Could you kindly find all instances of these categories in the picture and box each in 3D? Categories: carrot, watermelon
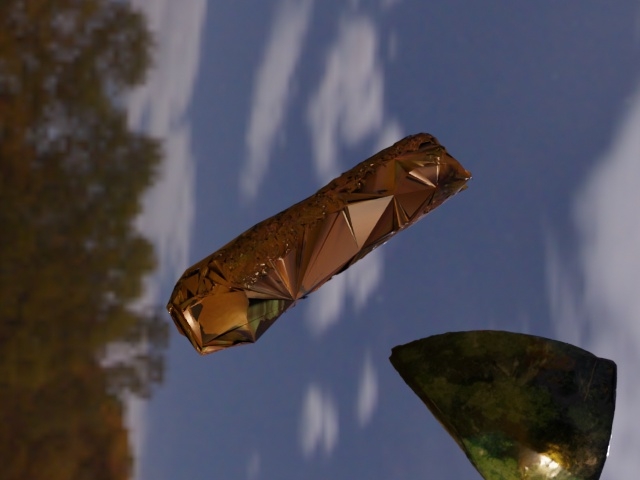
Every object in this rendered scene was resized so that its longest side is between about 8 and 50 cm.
[{"bbox_3d":[-0.001,-0.001,1.257,0.069,0.228,0.069,51,-15,19],"label":"carrot"},{"bbox_3d":[0.140,0.172,1.575,0.202,0.207,0.136,107,9,-49],"label":"watermelon"}]
